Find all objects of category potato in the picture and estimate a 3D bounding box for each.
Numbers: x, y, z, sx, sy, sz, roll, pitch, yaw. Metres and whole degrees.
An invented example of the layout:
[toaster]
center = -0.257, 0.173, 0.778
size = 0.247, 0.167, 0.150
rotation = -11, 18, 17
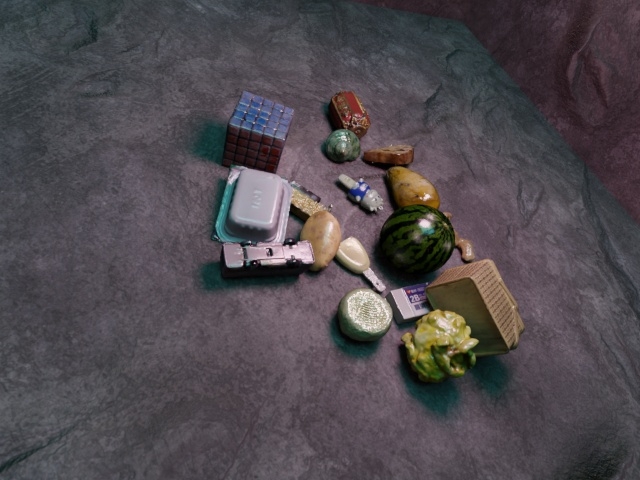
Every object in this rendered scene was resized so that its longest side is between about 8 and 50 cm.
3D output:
[potato]
center = 0.005, 0.000, 1.641
size = 0.161, 0.128, 0.235
rotation = -17, 62, 10

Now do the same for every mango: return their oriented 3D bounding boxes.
[mango]
center = 0.417, -0.224, 1.975
size = 0.176, 0.175, 0.329
rotation = 27, 23, -32

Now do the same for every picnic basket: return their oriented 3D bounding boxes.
[picnic basket]
center = 0.562, 0.249, 1.561
size = 0.175, 0.228, 0.313
rotation = -29, 91, -40

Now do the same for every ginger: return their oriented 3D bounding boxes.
[ginger]
center = 0.587, -0.006, 1.936
size = 0.149, 0.065, 0.259
rotation = -19, 68, -19

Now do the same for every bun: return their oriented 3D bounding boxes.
[bun]
center = 0.152, 0.264, 1.503
size = 0.195, 0.118, 0.195
rotation = 7, 54, -10

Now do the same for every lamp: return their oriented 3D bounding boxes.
[lamp]
center = 0.142, -0.628, 2.166
size = 0.177, 0.177, 0.274
rotation = -4, 54, -25

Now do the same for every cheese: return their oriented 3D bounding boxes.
[cheese]
center = 0.161, 0.100, 1.678
size = 0.127, 0.054, 0.251
rotation = -31, 70, -33

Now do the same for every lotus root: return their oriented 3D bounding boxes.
[lotus root]
center = 0.360, -0.415, 2.106
size = 0.260, 0.074, 0.170
rotation = -16, 30, -36

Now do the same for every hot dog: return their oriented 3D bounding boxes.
[hot dog]
center = -0.100, -0.152, 1.751
size = 0.242, 0.073, 0.084
rotation = 33, 52, 5

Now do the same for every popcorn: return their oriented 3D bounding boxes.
[popcorn]
center = 0.399, 0.359, 1.466
size = 0.255, 0.195, 0.256
rotation = 16, 73, 43

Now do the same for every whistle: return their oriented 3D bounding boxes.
[whistle]
center = 0.180, -0.214, 1.902
size = 0.244, 0.092, 0.110
rotation = 41, 54, 10

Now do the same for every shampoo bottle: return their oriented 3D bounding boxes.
[shampoo bottle]
center = -0.045, -0.176, 1.799
size = 0.207, 0.063, 0.057
rotation = 33, 50, 5

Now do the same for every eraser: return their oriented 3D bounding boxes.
[eraser]
center = 0.365, 0.236, 1.645
size = 0.210, 0.068, 0.124
rotation = -8, 62, -28

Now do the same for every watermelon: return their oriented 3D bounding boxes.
[watermelon]
center = 0.386, -0.006, 1.713
size = 0.285, 0.285, 0.285
rotation = 11, 51, -14

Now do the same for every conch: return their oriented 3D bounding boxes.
[conch]
center = 0.112, -0.444, 2.038
size = 0.176, 0.122, 0.188
rotation = 47, 51, -16

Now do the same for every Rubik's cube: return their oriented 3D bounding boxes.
[Rubik's cube]
center = -0.260, -0.435, 1.794
size = 0.237, 0.238, 0.237
rotation = 18, 50, -10

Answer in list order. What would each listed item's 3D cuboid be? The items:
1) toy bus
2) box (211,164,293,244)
[toy bus]
center = -0.187, 0.069, 1.507
size = 0.317, 0.138, 0.112
rotation = 1, 59, -23
[box]
center = -0.243, -0.141, 1.612
size = 0.264, 0.106, 0.337
rotation = 11, 62, -7
